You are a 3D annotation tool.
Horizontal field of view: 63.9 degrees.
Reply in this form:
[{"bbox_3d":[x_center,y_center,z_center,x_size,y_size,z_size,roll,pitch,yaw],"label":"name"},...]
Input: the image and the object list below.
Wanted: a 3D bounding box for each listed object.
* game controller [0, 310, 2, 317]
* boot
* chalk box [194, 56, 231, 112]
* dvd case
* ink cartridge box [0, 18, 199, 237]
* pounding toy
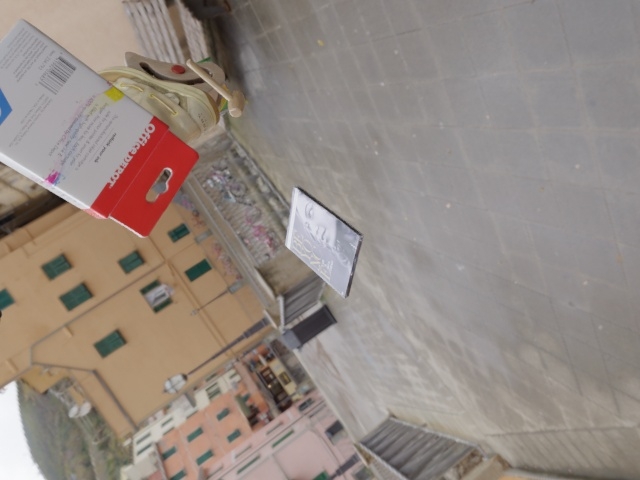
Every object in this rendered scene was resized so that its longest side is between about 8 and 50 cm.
[{"bbox_3d":[-0.771,0.143,1.059,0.319,0.067,0.166,83,168,-58],"label":"game controller"},{"bbox_3d":[-0.319,-0.175,0.808,0.262,0.203,0.095,17,142,16],"label":"boot"},{"bbox_3d":[-0.343,-0.333,1.257,0.132,0.213,0.132,-7,115,56],"label":"chalk box"},{"bbox_3d":[0.000,0.000,1.123,0.221,0.018,0.164,40,134,36],"label":"dvd case"},{"bbox_3d":[-0.275,-0.115,0.592,0.231,0.134,0.078,37,162,-28],"label":"ink cartridge box"},{"bbox_3d":[-0.284,-0.353,1.094,0.154,0.270,0.154,113,168,-45],"label":"pounding toy"}]
